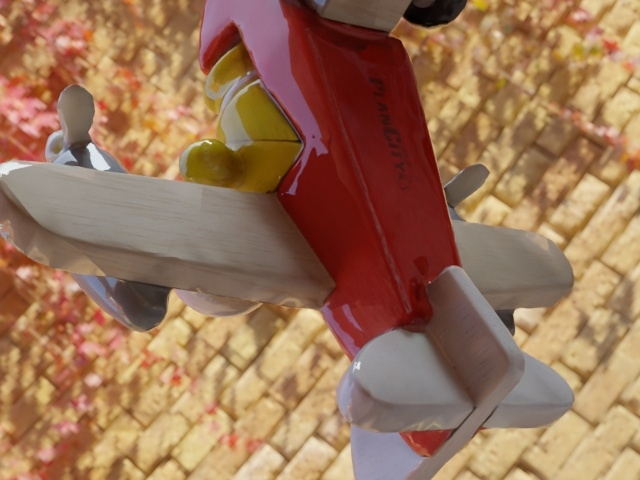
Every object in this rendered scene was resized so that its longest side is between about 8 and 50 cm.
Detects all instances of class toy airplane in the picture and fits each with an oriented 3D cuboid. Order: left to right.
[{"bbox_3d":[0.000,0.000,0.914,0.272,0.386,0.384,-31,19,40],"label":"toy airplane"}]
